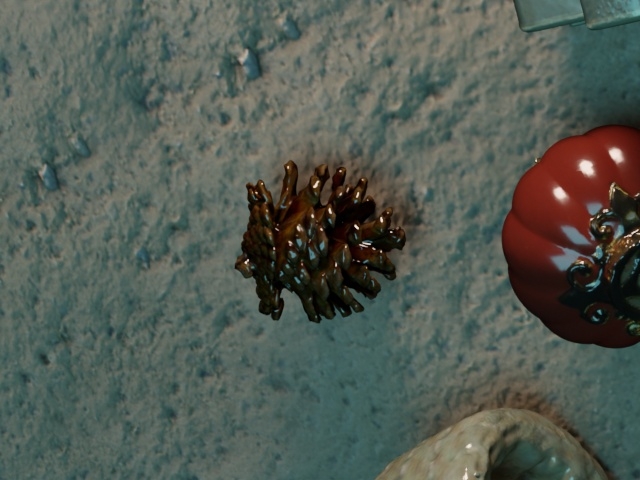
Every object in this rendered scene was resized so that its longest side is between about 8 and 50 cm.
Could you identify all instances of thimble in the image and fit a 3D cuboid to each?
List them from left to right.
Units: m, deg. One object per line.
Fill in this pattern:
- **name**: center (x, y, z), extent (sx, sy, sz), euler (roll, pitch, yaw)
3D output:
- **thimble**: center (0.187, 0.338, 1.874), extent (0.291, 0.291, 0.195), euler (50, 127, 0)

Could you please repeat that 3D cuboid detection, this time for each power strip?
- **power strip**: center (0.298, -0.242, 1.600), extent (0.265, 0.193, 0.059), euler (-10, 105, 32)

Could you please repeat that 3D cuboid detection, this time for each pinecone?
- **pinecone**: center (-0.003, 0.001, 1.903), extent (0.195, 0.150, 0.179), euler (3, 114, 27)

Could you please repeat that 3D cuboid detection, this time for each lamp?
- **lamp**: center (0.291, -0.001, 1.704), extent (0.227, 0.227, 0.227), euler (12, 118, 24)
